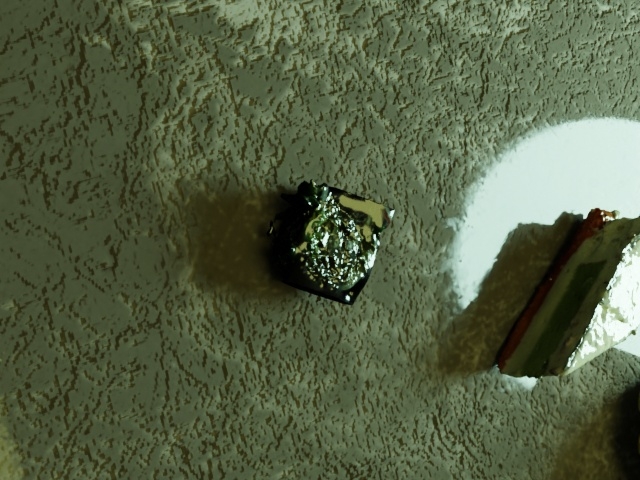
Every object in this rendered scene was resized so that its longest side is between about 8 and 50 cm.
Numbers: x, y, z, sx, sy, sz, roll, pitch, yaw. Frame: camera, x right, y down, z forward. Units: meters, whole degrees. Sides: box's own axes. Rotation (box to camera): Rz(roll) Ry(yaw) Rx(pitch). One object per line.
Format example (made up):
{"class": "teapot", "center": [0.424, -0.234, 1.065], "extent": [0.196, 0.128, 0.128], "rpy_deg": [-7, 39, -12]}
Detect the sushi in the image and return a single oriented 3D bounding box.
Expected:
{"class": "sushi", "center": [0.000, 0.000, 0.870], "extent": [0.085, 0.056, 0.083], "rpy_deg": [21, 82, -35]}

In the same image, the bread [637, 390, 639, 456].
{"class": "bread", "center": [0.423, 0.231, 1.104], "extent": [0.179, 0.133, 0.250], "rpy_deg": [-28, 98, -51]}

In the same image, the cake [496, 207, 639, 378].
{"class": "cake", "center": [0.252, 0.039, 1.032], "extent": [0.220, 0.086, 0.116], "rpy_deg": [-19, 99, -36]}
